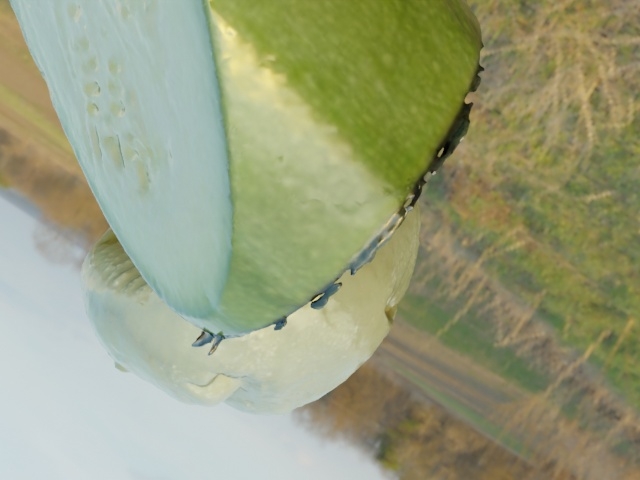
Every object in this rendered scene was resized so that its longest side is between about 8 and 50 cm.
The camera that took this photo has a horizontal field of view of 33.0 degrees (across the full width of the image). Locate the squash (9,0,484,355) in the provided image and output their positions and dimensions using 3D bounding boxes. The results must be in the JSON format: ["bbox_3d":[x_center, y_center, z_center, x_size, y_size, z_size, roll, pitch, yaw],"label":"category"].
[{"bbox_3d":[-0.083,-0.105,0.402,0.260,0.189,0.189,40,171,-22],"label":"squash"}]

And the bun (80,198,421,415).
[{"bbox_3d":[-0.039,0.028,0.763,0.259,0.259,0.160,22,141,57],"label":"bun"}]
